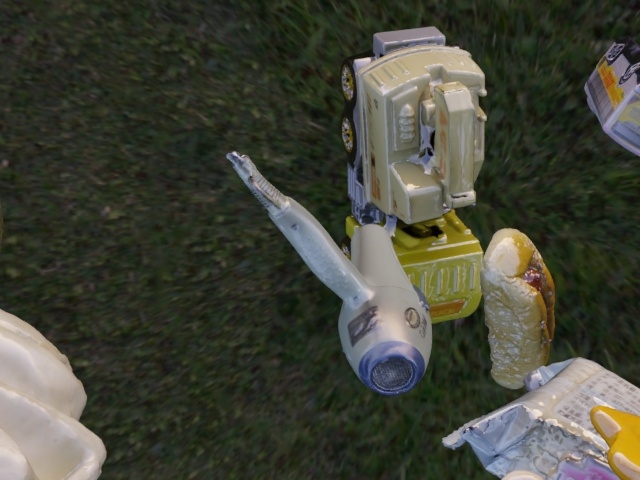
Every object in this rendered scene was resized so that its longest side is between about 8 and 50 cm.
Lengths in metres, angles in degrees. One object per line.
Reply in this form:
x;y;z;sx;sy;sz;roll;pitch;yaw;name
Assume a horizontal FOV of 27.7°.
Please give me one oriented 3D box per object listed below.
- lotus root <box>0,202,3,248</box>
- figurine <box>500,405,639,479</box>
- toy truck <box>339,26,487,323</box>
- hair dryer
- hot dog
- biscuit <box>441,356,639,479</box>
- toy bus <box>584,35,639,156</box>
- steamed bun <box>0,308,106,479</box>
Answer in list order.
-0.450;0.008;1.333;0.250;0.250;0.346;31;136;5;lotus root
0.110;0.249;0.615;0.344;0.187;0.215;-60;40;34;figurine
0.134;-0.075;1.769;0.180;0.254;0.405;-8;119;-13;toy truck
0.006;-0.001;0.886;0.067;0.167;0.199;-35;104;14;hair dryer
0.240;0.086;1.542;0.073;0.243;0.084;8;49;20;hot dog
0.253;0.186;0.922;0.309;0.186;0.079;32;117;21;biscuit
0.280;-0.132;1.167;0.057;0.172;0.072;34;109;-8;toy bus
-0.371;0.200;1.064;0.339;0.247;0.352;19;83;42;steamed bun
